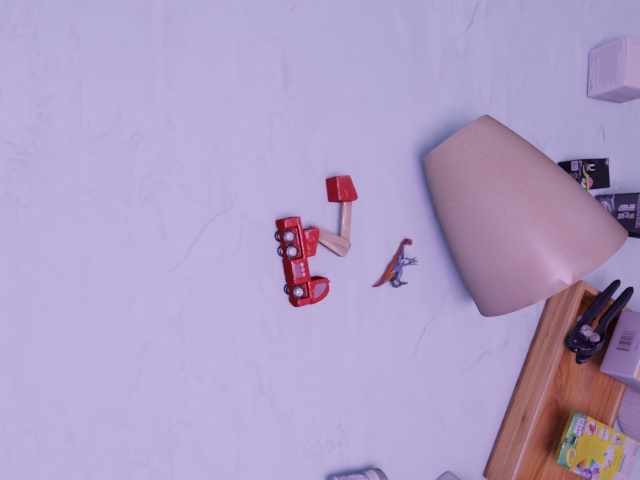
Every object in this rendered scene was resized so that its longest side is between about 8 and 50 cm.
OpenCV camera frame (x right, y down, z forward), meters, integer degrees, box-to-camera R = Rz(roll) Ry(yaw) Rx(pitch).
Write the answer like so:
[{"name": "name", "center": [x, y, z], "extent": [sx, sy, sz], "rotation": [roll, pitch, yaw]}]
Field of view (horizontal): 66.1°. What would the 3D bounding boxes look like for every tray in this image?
[{"name": "tray", "center": [0.483, 0.303, 0.961], "extent": [0.202, 0.076, 0.411], "rotation": [27, 80, -19]}]

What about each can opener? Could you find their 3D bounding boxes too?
[{"name": "can opener", "center": [0.515, 0.142, 0.911], "extent": [0.059, 0.073, 0.186], "rotation": [34, 71, 21]}]

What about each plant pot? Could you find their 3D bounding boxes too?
[{"name": "plant pot", "center": [0.297, -0.058, 0.811], "extent": [0.256, 0.256, 0.274], "rotation": [-33, 87, -18]}]

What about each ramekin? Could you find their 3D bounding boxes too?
[{"name": "ramekin", "center": [0.730, 0.359, 1.038], "extent": [0.207, 0.109, 0.207], "rotation": [0, 90, -22]}]

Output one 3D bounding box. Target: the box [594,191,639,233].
[{"name": "box", "center": [0.667, -0.047, 0.970], "extent": [0.147, 0.180, 0.078], "rotation": [7, 89, -21]}]

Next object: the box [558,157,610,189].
[{"name": "box", "center": [0.527, -0.131, 0.983], "extent": [0.083, 0.052, 0.062], "rotation": [-5, 94, -22]}]

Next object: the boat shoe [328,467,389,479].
[{"name": "boat shoe", "center": [0.065, 0.535, 0.780], "extent": [0.103, 0.118, 0.320], "rotation": [0, 86, -16]}]

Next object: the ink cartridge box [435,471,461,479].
[{"name": "ink cartridge box", "center": [0.232, 0.496, 0.792], "extent": [0.153, 0.208, 0.087], "rotation": [-31, 105, -17]}]

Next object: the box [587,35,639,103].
[{"name": "box", "center": [0.614, -0.343, 0.996], "extent": [0.101, 0.087, 0.102], "rotation": [3, 90, -22]}]

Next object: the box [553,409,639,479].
[{"name": "box", "center": [0.504, 0.388, 0.909], "extent": [0.179, 0.043, 0.105], "rotation": [29, 80, -22]}]

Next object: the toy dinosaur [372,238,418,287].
[{"name": "toy dinosaur", "center": [0.134, 0.036, 0.839], "extent": [0.090, 0.047, 0.082], "rotation": [0, 72, -11]}]

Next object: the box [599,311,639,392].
[{"name": "box", "center": [0.640, 0.227, 0.914], "extent": [0.170, 0.091, 0.130], "rotation": [28, 80, -5]}]

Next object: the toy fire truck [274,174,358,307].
[{"name": "toy fire truck", "center": [0.000, 0.000, 0.780], "extent": [0.135, 0.047, 0.192], "rotation": [-12, 95, -22]}]
